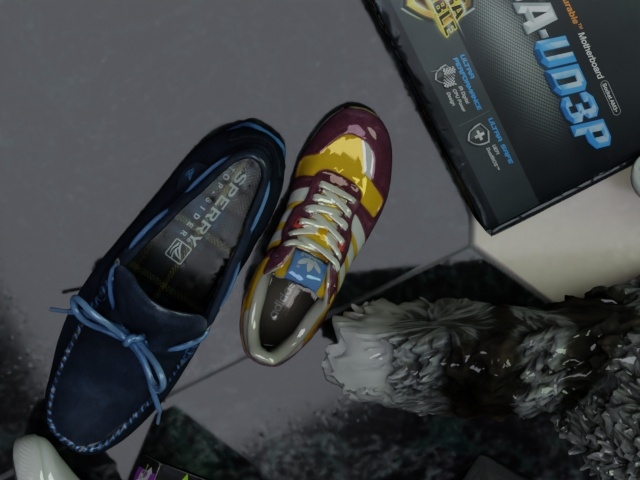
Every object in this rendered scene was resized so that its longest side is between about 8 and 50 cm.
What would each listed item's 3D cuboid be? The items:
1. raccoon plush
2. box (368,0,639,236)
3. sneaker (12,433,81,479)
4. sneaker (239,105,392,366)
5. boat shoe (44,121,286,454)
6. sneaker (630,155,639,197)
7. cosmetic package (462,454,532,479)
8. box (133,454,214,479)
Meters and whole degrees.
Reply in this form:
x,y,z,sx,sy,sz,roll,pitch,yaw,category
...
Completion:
x,y,z,sx,sy,sz,roll,pitch,yaw,category
0.240,0.173,1.003,0.446,0.216,0.299,3,112,20,raccoon plush
0.139,-0.139,0.971,0.175,0.051,0.220,-27,106,2,box
-0.148,0.221,1.029,0.094,0.080,0.212,-23,106,-10,sneaker
0.000,0.000,0.983,0.069,0.084,0.186,21,98,-5,sneaker
-0.116,0.032,0.982,0.109,0.089,0.258,26,98,-6,boat shoe
0.266,-0.024,0.989,0.134,0.070,0.051,7,67,-8,sneaker
0.140,0.245,0.950,0.127,0.238,0.107,31,98,-7,cosmetic package
-0.100,0.243,1.005,0.116,0.029,0.162,26,82,-33,box
